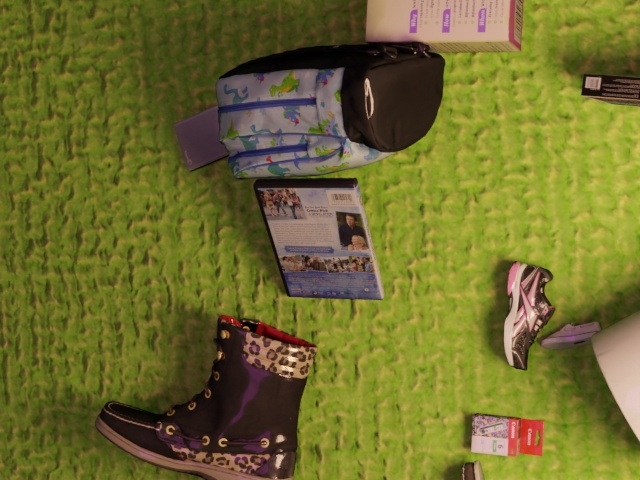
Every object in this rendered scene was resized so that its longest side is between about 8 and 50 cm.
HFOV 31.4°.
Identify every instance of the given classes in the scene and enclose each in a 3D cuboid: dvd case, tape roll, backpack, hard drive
[{"bbox_3d":[0.000,0.000,1.923,0.180,0.022,0.253,1,130,21],"label":"dvd case"},{"bbox_3d":[0.536,0.207,1.684,0.169,0.246,0.246,-31,79,18],"label":"tape roll"},{"bbox_3d":[-0.010,-0.213,1.883,0.355,0.290,0.273,14,109,27],"label":"backpack"},{"bbox_3d":[-0.195,-0.193,2.078,0.135,0.022,0.094,-21,83,19],"label":"hard drive"}]

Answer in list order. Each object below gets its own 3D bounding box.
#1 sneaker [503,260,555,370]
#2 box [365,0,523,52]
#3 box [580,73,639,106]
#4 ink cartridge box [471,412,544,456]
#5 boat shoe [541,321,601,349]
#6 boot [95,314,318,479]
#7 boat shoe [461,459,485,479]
[{"bbox_3d":[0.341,0.124,1.850,0.077,0.072,0.178,4,92,19],"label":"sneaker"},{"bbox_3d":[0.209,-0.424,1.879,0.242,0.117,0.214,3,91,20],"label":"box"},{"bbox_3d":[0.516,-0.224,1.732,0.207,0.114,0.036,11,95,39],"label":"box"},{"bbox_3d":[0.309,0.323,1.882,0.115,0.029,0.063,3,90,21],"label":"ink cartridge box"},{"bbox_3d":[0.407,0.152,1.848,0.100,0.035,0.035,-15,57,24],"label":"boat shoe"},{"bbox_3d":[-0.195,0.271,2.013,0.377,0.138,0.284,17,97,16],"label":"boot"},{"bbox_3d":[0.242,0.476,1.878,0.068,0.081,0.228,-3,91,16],"label":"boat shoe"}]
